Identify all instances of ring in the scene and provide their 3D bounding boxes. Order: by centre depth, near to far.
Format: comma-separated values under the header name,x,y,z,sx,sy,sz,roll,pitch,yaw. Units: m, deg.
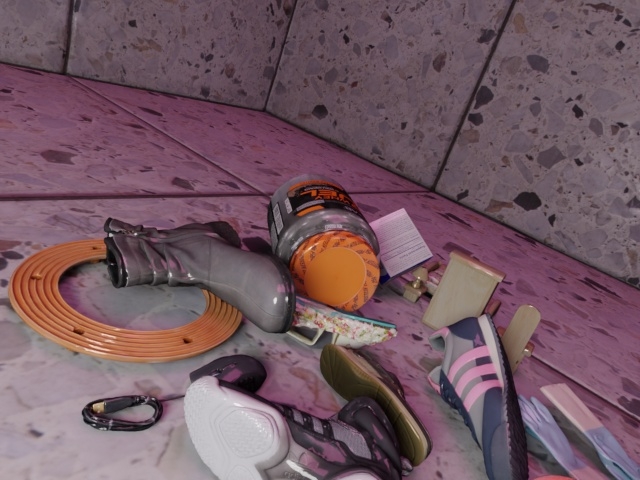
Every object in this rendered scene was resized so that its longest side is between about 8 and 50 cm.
name,x,y,z,sx,sy,sz,roll,pitch,yaw
ring,-0.289,0.086,0.737,0.337,0.032,0.336,18,20,-7

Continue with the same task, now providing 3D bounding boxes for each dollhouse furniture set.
name,x,y,z,sx,sy,sz,roll,pitch,yaw
dollhouse furniture set,0.392,0.109,1.116,0.303,0.173,0.356,30,22,25

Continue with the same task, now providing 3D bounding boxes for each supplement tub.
name,x,y,z,sx,sy,sz,roll,pitch,yaw
supplement tub,0.000,0.000,0.978,0.207,0.207,0.338,14,21,-17

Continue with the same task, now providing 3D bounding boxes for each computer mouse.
name,x,y,z,sx,sy,sz,roll,pitch,yaw
computer mouse,-0.167,0.181,0.588,0.242,0.041,0.071,-3,31,-46

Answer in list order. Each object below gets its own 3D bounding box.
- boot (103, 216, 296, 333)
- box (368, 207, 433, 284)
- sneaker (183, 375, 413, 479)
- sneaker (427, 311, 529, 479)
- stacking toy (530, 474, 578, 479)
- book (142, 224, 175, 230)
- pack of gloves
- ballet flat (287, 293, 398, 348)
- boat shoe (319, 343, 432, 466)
name,x,y,z,sx,sy,sz,roll,pitch,yaw
boot,-0.203,0.055,0.725,0.223,0.118,0.338,0,16,-37
box,0.168,0.014,1.099,0.126,0.072,0.137,-24,76,-21
sneaker,-0.018,0.226,0.537,0.269,0.101,0.153,31,21,12
sneaker,0.239,0.251,0.743,0.131,0.112,0.319,-19,25,21
stacking toy,0.276,0.401,0.414,0.309,0.130,0.279,26,47,24
book,-0.287,0.004,0.961,0.144,0.035,0.096,8,19,-26
pack of gloves,0.416,0.341,0.750,0.195,0.046,0.232,7,32,-35
ballet flat,0.010,0.145,0.802,0.241,0.077,0.091,18,-3,-4
boat shoe,0.085,0.219,0.673,0.073,0.080,0.223,-2,24,-36
